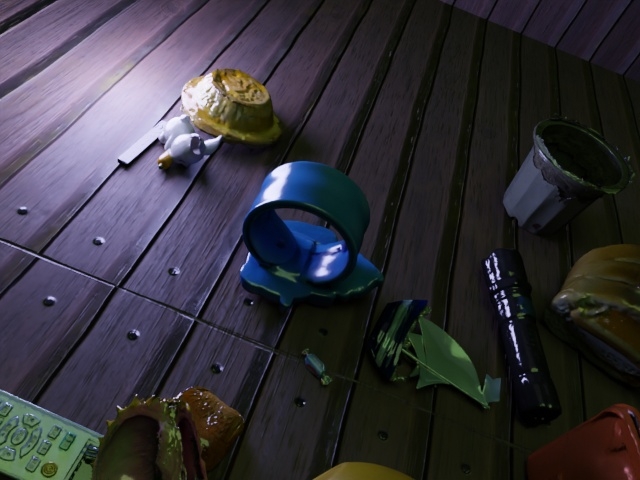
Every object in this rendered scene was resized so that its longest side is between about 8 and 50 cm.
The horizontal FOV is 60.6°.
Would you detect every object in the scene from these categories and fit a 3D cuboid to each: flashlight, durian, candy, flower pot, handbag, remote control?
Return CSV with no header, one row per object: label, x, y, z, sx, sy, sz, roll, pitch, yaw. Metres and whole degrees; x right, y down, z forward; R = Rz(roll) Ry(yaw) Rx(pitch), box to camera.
flashlight,0.448,0.203,1.229,0.103,0.103,0.423,10,49,-12
durian,-0.240,0.361,0.788,0.187,0.153,0.260,0,64,-6
candy,-0.010,0.246,1.063,0.030,0.020,0.083,-24,60,-38
flower pot,0.654,-0.156,1.504,0.291,0.259,0.290,11,47,-13
handbag,0.442,0.481,0.827,0.116,0.303,0.410,25,42,-7
remote control,-0.440,0.309,0.828,0.293,0.051,0.103,25,46,-3

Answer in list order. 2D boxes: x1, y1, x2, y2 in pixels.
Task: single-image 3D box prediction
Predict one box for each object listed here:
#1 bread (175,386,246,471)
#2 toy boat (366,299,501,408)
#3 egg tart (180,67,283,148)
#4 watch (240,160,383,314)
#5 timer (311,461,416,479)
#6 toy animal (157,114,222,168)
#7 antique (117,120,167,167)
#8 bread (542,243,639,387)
bread,-0.201,0.309,0.922,0.129,0.044,0.126,35,46,16
toy boat,0.219,0.245,1.119,0.210,0.070,0.291,-25,65,-33
egg tart,-0.224,-0.358,1.450,0.288,0.118,0.288,20,40,-18
watch,0.000,0.000,1.112,0.305,0.274,0.241,17,46,1
timer,0.064,0.490,0.664,0.376,0.376,0.387,-22,68,-34
toy animal,-0.323,-0.231,1.307,0.131,0.127,0.181,-8,42,-34
antique,-0.430,-0.240,1.345,0.031,0.015,0.192,26,46,3
bread,0.742,0.148,1.304,0.300,0.210,0.341,43,49,16
